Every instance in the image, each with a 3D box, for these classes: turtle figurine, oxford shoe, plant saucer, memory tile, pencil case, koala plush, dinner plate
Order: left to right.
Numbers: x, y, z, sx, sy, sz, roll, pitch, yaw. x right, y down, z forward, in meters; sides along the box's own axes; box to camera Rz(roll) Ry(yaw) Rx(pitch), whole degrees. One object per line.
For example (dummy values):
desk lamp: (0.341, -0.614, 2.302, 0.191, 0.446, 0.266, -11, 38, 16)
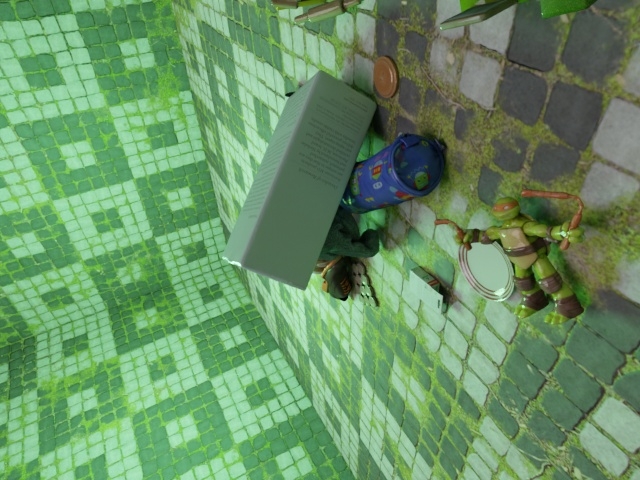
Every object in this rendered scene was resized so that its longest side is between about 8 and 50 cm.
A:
koala plush: (0.037, -0.070, 1.160, 0.196, 0.203, 0.221, -6, 77, 36)
oxford shoe: (0.067, 0.124, 1.406, 0.098, 0.097, 0.271, 39, 163, 17)
memory tile: (0.131, 0.139, 1.361, 0.147, 0.012, 0.113, 70, 160, -3)
pencil case: (0.136, -0.137, 0.935, 0.306, 0.120, 0.133, 167, 89, -69)
plant saucer: (0.134, -0.340, 0.901, 0.083, 0.013, 0.083, 50, 152, 40)
dinner plate: (0.313, 0.048, 0.815, 0.141, 0.017, 0.141, 50, 151, 41)
turtle figurine: (0.314, 0.017, 0.685, 0.270, 0.087, 0.217, -10, 108, 60)

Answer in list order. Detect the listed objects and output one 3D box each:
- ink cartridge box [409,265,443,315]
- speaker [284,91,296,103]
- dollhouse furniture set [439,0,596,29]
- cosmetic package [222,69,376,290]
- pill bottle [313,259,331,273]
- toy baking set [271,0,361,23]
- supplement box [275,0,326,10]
ink cartridge box: (0.254, 0.117, 1.010, 0.115, 0.029, 0.062, 42, 146, 49)
speaker: (-0.076, -0.385, 1.328, 0.055, 0.055, 0.136, 46, 149, 47)
dollhouse furniture set: (0.180, -0.387, 0.420, 0.198, 0.151, 0.301, 17, 138, 50)
cosmetic package: (-0.057, -0.131, 1.013, 0.230, 0.162, 0.452, 5, 72, 68)
pill bottle: (0.000, 0.000, 1.389, 0.131, 0.131, 0.229, 59, 157, 27)
toy baking set: (-0.008, -0.521, 0.853, 0.197, 0.256, 0.030, 39, -123, -57)
supplement box: (-0.054, -0.646, 0.917, 0.191, 0.129, 0.194, 67, 160, 7)
